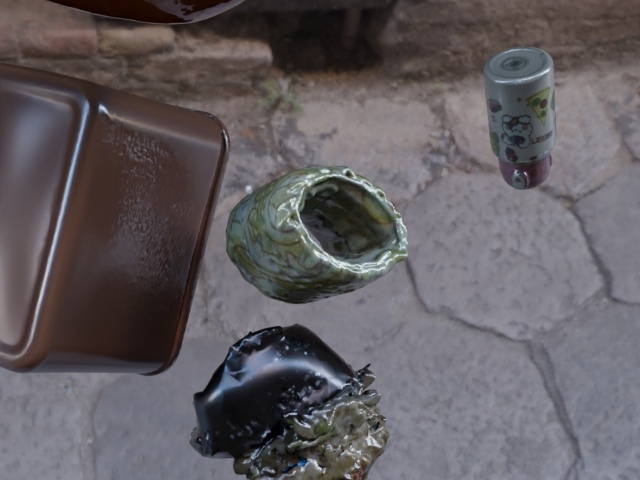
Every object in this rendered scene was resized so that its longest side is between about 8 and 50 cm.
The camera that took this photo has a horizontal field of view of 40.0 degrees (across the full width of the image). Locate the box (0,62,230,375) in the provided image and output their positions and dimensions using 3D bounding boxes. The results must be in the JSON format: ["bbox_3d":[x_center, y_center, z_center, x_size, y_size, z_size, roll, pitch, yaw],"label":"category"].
[{"bbox_3d":[-0.296,-0.022,1.040,0.239,0.339,0.229,15,2,29],"label":"box"}]

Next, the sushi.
[{"bbox_3d":[-0.026,0.235,1.079,0.238,0.225,0.219,-40,67,-1],"label":"sushi"}]

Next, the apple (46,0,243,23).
[{"bbox_3d":[-0.176,-0.362,0.747,0.365,0.329,0.295,31,20,-11],"label":"apple"}]

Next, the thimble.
[{"bbox_3d":[0.000,0.000,0.993,0.190,0.143,0.137,24,62,-28],"label":"thimble"}]

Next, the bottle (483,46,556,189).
[{"bbox_3d":[0.353,-0.202,1.538,0.120,0.253,0.120,-10,38,8],"label":"bottle"}]
